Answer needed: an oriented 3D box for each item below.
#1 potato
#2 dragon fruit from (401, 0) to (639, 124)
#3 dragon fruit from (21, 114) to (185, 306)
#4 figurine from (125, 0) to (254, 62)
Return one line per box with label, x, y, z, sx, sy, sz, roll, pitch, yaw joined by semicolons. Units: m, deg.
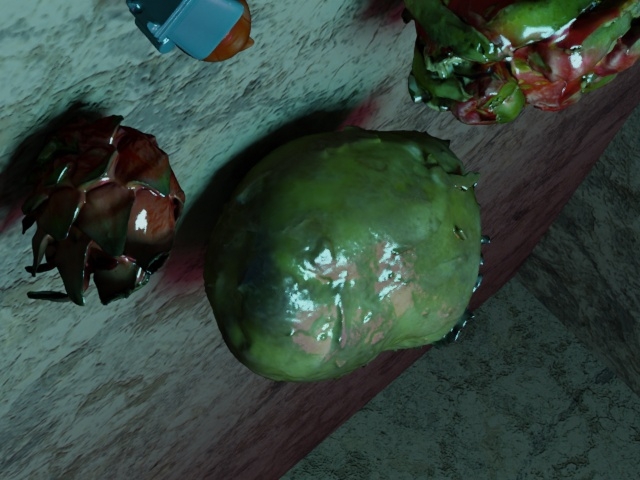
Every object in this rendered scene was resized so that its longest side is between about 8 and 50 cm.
potato;0.000;0.000;1.157;0.300;0.289;0.237;-13;162;29
dragon fruit;0.199;-0.230;1.051;0.302;0.237;0.231;-44;163;-36
dragon fruit;-0.162;-0.023;0.829;0.130;0.121;0.142;-130;-136;-83
figurine;-0.086;-0.161;0.776;0.068;0.075;0.140;-48;163;11
